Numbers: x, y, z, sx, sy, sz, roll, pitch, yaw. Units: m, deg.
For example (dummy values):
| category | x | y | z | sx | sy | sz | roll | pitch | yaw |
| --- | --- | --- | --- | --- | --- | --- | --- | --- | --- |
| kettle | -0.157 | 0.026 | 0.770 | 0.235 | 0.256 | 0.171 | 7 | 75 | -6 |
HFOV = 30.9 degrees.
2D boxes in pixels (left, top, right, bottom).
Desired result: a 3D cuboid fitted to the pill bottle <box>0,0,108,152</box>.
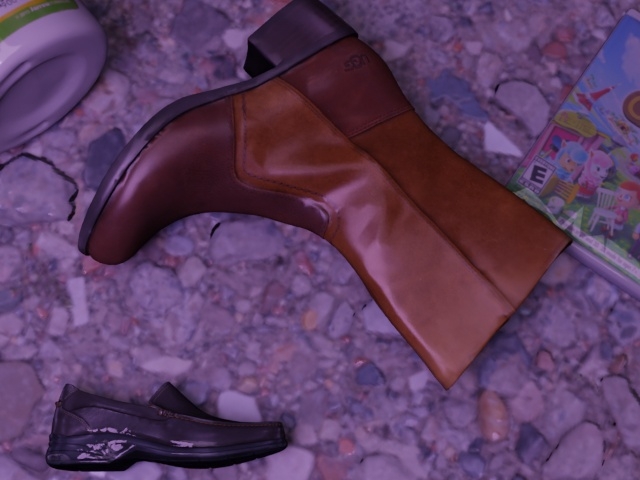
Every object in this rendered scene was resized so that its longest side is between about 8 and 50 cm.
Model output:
| category | x | y | z | sx | sy | sz | roll | pitch | yaw |
| --- | --- | --- | --- | --- | --- | --- | --- | --- | --- |
| pill bottle | -0.282 | -0.194 | 0.849 | 0.136 | 0.136 | 0.246 | -40 | 80 | -9 |

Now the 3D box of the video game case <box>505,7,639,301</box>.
| category | x | y | z | sx | sy | sz | roll | pitch | yaw |
| --- | --- | --- | --- | --- | --- | --- | --- | --- | --- |
| video game case | 0.274 | -0.047 | 0.884 | 0.212 | 0.023 | 0.193 | 35 | 78 | 7 |

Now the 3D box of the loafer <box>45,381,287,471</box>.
| category | x | y | z | sx | sy | sz | roll | pitch | yaw |
| --- | --- | --- | --- | --- | --- | --- | --- | --- | --- |
| loafer | -0.108 | 0.129 | 0.818 | 0.170 | 0.062 | 0.061 | 0 | 72 | -2 |

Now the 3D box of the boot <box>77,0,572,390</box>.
| category | x | y | z | sx | sy | sz | roll | pitch | yaw |
| --- | --- | --- | --- | --- | --- | --- | --- | --- | --- |
| boot | 0.000 | 0.000 | 0.844 | 0.264 | 0.096 | 0.280 | -42 | 85 | -15 |
